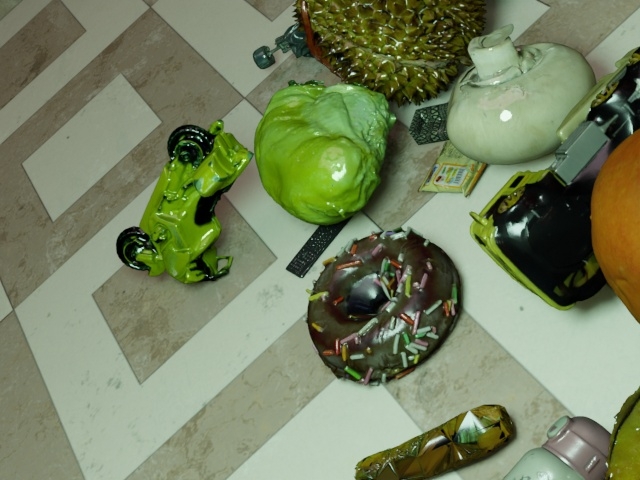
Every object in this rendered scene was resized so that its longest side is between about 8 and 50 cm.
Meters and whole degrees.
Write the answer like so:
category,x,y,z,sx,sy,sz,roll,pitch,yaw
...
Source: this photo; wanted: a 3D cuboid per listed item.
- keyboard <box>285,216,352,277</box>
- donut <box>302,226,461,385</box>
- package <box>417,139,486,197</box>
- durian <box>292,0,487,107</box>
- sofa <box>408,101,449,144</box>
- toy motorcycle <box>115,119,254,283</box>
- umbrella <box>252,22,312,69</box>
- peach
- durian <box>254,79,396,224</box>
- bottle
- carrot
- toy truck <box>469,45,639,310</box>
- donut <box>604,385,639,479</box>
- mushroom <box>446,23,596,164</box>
category,x,y,z,sx,sy,sz,roll,pitch,yaw
keyboard,0.000,0.000,2.058,0.155,0.010,0.053,-51,40,-12
donut,0.090,0.095,1.815,0.270,0.103,0.269,-22,42,21
package,0.227,-0.120,1.958,0.121,0.031,0.108,11,62,48
durian,0.121,-0.424,2.109,0.384,0.347,0.347,32,75,15
sofa,0.216,-0.206,2.043,0.118,0.039,0.060,-8,50,37
toy motorcycle,-0.228,-0.046,2.110,0.342,0.206,0.142,-59,13,31
umbrella,0.017,-0.438,2.380,0.349,0.143,0.094,-29,76,18
peach,0.494,-0.027,1.377,0.343,0.301,0.342,-1,79,7
durian,0.001,-0.155,2.036,0.256,0.204,0.339,-31,32,36
bottle,0.271,0.318,1.433,0.233,0.110,0.110,-48,38,-6
carrot,0.154,0.287,1.604,0.229,0.069,0.069,-28,40,21
toy truck,0.391,-0.102,1.656,0.405,0.181,0.254,-48,8,-4
donut,0.451,0.267,1.337,0.272,0.107,0.272,-21,39,19
mushroom,0.301,-0.234,1.849,0.246,0.202,0.246,-26,19,10
